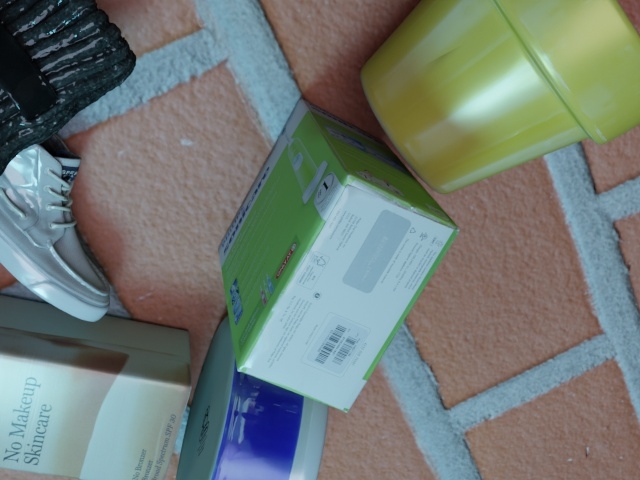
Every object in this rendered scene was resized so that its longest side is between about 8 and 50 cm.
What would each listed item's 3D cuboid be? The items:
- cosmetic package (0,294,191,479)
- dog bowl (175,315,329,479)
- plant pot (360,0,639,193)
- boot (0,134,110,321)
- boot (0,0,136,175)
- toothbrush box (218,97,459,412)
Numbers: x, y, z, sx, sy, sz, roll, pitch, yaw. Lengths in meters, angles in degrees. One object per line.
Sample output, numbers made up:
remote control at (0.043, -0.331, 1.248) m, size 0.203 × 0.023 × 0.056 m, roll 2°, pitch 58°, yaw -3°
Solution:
cosmetic package at (-0.306, 0.166, 0.949) m, size 0.296 × 0.129 × 0.153 m, roll 12°, pitch 111°, yaw -15°
dog bowl at (-0.083, 0.219, 0.940) m, size 0.104 × 0.265 × 0.265 m, roll 15°, pitch 108°, yaw -14°
plant pot at (0.180, -0.178, 0.854) m, size 0.239 × 0.254 × 0.254 m, roll -33°, pitch 115°, yaw 21°
boot at (-0.290, -0.037, 0.884) m, size 0.123 × 0.095 × 0.258 m, roll -42°, pitch 108°, yaw 7°
boot at (-0.371, -0.196, 0.780) m, size 0.348 × 0.131 × 0.260 m, roll 42°, pitch 82°, yaw 0°
toothbrush box at (0.000, 0.000, 0.855) m, size 0.122 × 0.283 × 0.206 m, roll 24°, pitch 105°, yaw -20°
